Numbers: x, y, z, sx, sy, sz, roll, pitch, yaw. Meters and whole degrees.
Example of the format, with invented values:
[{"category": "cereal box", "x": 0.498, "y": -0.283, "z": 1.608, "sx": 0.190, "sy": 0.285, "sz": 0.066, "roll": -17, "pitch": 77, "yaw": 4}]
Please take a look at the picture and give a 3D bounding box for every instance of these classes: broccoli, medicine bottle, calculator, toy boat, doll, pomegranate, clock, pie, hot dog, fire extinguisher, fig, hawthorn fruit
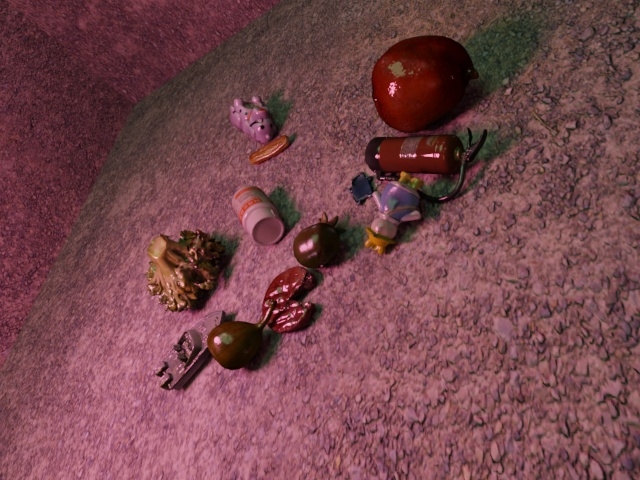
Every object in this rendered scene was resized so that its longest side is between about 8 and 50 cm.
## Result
[{"category": "broccoli", "x": -0.521, "y": 0.105, "z": 1.731, "sx": 0.324, "sy": 0.272, "sz": 0.334, "roll": 39, "pitch": 80, "yaw": 11}, {"category": "medicine bottle", "x": -0.231, "y": -0.093, "z": 1.672, "sx": 0.144, "sy": 0.144, "sz": 0.252, "roll": -45, "pitch": 43, "yaw": 5}, {"category": "calculator", "x": 0.134, "y": -0.175, "z": 1.496, "sx": 0.094, "sy": 0.019, "sz": 0.141, "roll": -32, "pitch": 41, "yaw": 19}, {"category": "toy boat", "x": -0.434, "y": 0.360, "z": 1.540, "sx": 0.320, "sy": 0.092, "sz": 0.141, "roll": -49, "pitch": 42, "yaw": -1}, {"category": "doll", "x": 0.202, "y": -0.076, "z": 1.275, "sx": 0.241, "sy": 0.135, "sz": 0.099, "roll": -63, "pitch": 13, "yaw": 9}, {"category": "pomegranate", "x": 0.000, "y": 0.000, "z": 1.411, "sx": 0.152, "sy": 0.131, "sz": 0.191, "roll": -24, "pitch": 23, "yaw": 34}, {"category": "clock", "x": -0.291, "y": -0.541, "z": 2.067, "sx": 0.189, "sy": 0.189, "sz": 0.254, "roll": -45, "pitch": 46, "yaw": 5}, {"category": "pie", "x": -0.095, "y": 0.184, "z": 1.401, "sx": 0.204, "sy": 0.054, "sz": 0.219, "roll": -10, "pitch": 56, "yaw": 37}, {"category": "hot dog", "x": -0.219, "y": -0.386, "z": 1.961, "sx": 0.215, "sy": 0.047, "sz": 0.066, "roll": -26, "pitch": 60, "yaw": 25}, {"category": "fire extinguisher", "x": 0.306, "y": -0.222, "z": 1.333, "sx": 0.375, "sy": 0.113, "sz": 0.201, "roll": 9, "pitch": 108, "yaw": 47}, {"category": "fig", "x": -0.217, "y": 0.279, "z": 1.377, "sx": 0.259, "sy": 0.151, "sz": 0.151, "roll": -38, "pitch": 40, "yaw": -2}, {"category": "hawthorn fruit", "x": 0.305, "y": -0.495, "z": 1.403, "sx": 0.311, "sy": 0.295, "sz": 0.295, "roll": -33, "pitch": 43, "yaw": 17}]
